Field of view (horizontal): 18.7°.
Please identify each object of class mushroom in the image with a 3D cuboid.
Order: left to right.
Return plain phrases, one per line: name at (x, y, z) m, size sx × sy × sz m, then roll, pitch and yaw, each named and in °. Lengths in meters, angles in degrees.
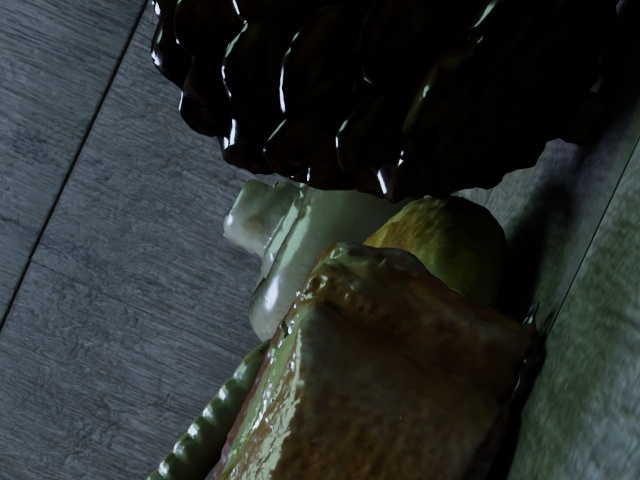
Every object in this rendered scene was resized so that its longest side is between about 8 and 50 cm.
mushroom at (0.000, 0.000, 1.814) m, size 0.226 × 0.178 × 0.226 m, roll -56°, pitch 6°, yaw 9°

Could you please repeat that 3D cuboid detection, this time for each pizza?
pizza at (0.053, 0.045, 1.181) m, size 0.268 × 0.087 × 0.258 m, roll -57°, pitch 8°, yaw 41°

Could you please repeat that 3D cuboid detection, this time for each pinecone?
pinecone at (0.043, -0.146, 1.112) m, size 0.298 × 0.296 × 0.242 m, roll -25°, pitch -60°, yaw -51°

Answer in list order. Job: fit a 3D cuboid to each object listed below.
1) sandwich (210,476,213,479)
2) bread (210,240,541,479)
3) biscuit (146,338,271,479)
sandwich at (-0.090, 0.296, 1.822) m, size 0.288 × 0.100 × 0.254 m, roll 118°, pitch 176°, yaw -58°
bread at (0.010, 0.119, 0.960) m, size 0.190 × 0.123 × 0.244 m, roll -121°, pitch 56°, yaw -86°
biscuit at (-0.135, 0.219, 1.663) m, size 0.325 × 0.044 × 0.217 m, roll -51°, pitch 0°, yaw 0°
